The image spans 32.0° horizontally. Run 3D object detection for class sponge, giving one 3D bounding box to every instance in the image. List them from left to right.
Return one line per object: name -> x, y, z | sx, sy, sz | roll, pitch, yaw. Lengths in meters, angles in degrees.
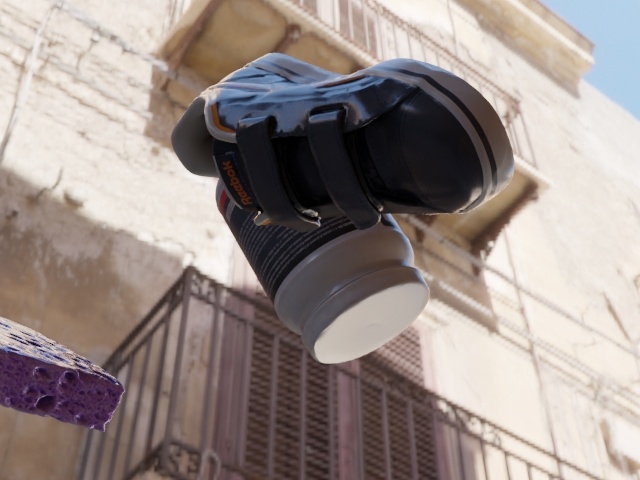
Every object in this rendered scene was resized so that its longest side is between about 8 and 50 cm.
sponge -> -0.207, 0.042, 0.541 | 0.210, 0.117, 0.031 | 27, -95, -46

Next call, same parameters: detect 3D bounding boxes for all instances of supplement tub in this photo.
supplement tub -> 0.000, 0.000, 1.428 | 0.191, 0.272, 0.191 | -24, -28, -14

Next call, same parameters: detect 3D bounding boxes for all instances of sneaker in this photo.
sneaker -> 0.002, -0.065, 0.857 | 0.127, 0.321, 0.126 | -35, -62, -24
